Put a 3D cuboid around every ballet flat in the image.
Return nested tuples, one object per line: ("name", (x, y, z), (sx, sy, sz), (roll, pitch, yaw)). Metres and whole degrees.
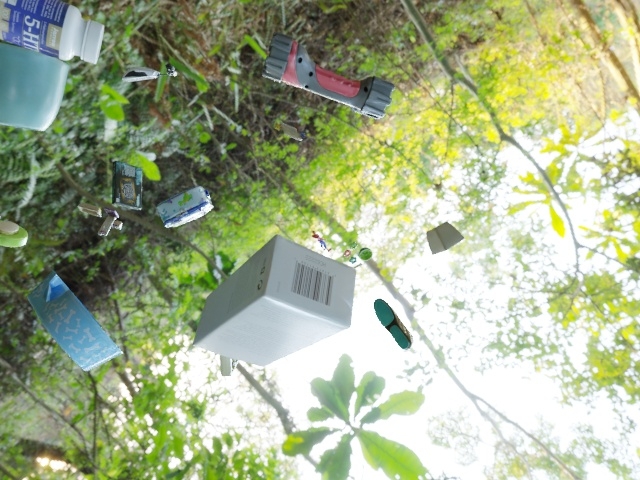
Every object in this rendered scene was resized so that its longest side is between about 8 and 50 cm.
("ballet flat", (0.257, 0.291, 1.618), (0.073, 0.206, 0.067), (-41, 157, 27))

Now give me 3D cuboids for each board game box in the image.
("board game box", (-0.814, -0.231, 1.945), (0.026, 0.186, 0.126), (-12, 165, 33))

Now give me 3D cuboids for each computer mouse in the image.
("computer mouse", (-0.610, -0.599, 1.638), (0.192, 0.042, 0.106), (-9, -165, -5))

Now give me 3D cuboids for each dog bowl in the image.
("dog bowl", (-0.512, 0.166, 0.949), (0.074, 0.166, 0.297), (-40, -144, -25))

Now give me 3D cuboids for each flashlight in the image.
("flashlight", (0.022, -0.380, 1.068), (0.103, 0.303, 0.103), (-139, -116, -77))

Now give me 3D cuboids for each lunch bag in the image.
("lunch bag", (-0.460, -0.115, 1.590), (0.176, 0.090, 0.219), (-28, -176, -9))

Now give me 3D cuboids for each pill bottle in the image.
("pill bottle", (-0.552, -0.437, 0.945), (0.112, 0.186, 0.112), (-37, -133, 53))

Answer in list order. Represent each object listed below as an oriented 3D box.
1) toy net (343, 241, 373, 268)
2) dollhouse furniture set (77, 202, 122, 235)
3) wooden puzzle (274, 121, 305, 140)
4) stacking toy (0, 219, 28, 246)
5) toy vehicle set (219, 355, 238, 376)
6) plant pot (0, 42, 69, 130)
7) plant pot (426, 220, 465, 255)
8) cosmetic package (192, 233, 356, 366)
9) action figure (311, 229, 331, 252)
("toy net", (0.154, 0.116, 2.232), (0.232, 0.122, 0.045), (-62, -153, 27))
("dollhouse furniture set", (-0.673, -0.052, 1.381), (0.091, 0.114, 0.081), (106, 1, -63))
("wooden puzzle", (-0.100, -0.354, 1.501), (0.014, 0.116, 0.079), (-55, -151, 29))
("stacking toy", (-1.086, -0.095, 1.451), (0.130, 0.309, 0.279), (-60, 163, 13))
("toy vehicle set", (-0.291, 0.281, 1.497), (0.035, 0.267, 0.166), (1, -165, 3))
("plant pot", (-1.002, -0.492, 1.516), (0.293, 0.292, 0.235), (-146, -115, -78))
("plant pot", (0.488, -0.014, 1.848), (0.109, 0.096, 0.109), (-29, 177, -22))
("cosmetic package", (-0.132, 0.179, 1.184), (0.453, 0.230, 0.162), (-37, -144, 47))
("action figure", (0.000, 0.000, 1.647), (0.038, 0.115, 0.030), (19, -110, 41))
